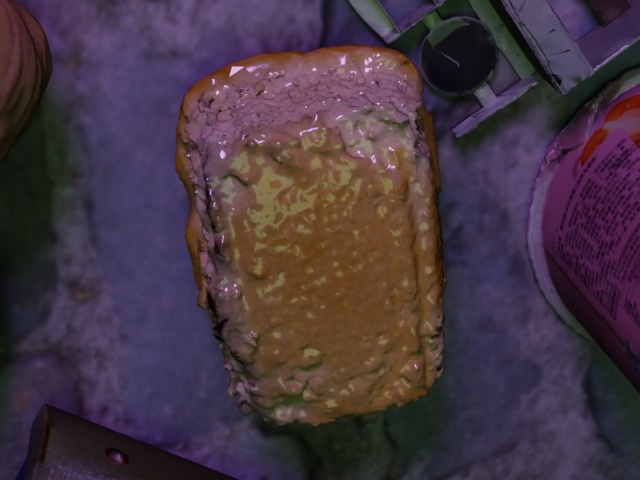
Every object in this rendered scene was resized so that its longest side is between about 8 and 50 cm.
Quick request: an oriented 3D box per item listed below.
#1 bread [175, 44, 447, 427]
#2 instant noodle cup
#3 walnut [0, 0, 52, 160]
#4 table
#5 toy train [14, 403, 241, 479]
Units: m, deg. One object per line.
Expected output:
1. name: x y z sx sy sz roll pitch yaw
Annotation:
1. bread: 0.000 0.000 0.768 0.174 0.121 0.246 -13 113 -8
2. instant noodle cup: 0.276 0.023 0.748 0.242 0.231 0.243 -3 115 -6
3. walnut: -0.250 -0.093 0.681 0.184 0.155 0.155 -39 113 15
4. table: 0.118 -0.162 0.737 0.175 0.062 0.146 -37 114 8
5. toy train: -0.124 0.262 0.874 0.299 0.131 0.202 25 108 -17
